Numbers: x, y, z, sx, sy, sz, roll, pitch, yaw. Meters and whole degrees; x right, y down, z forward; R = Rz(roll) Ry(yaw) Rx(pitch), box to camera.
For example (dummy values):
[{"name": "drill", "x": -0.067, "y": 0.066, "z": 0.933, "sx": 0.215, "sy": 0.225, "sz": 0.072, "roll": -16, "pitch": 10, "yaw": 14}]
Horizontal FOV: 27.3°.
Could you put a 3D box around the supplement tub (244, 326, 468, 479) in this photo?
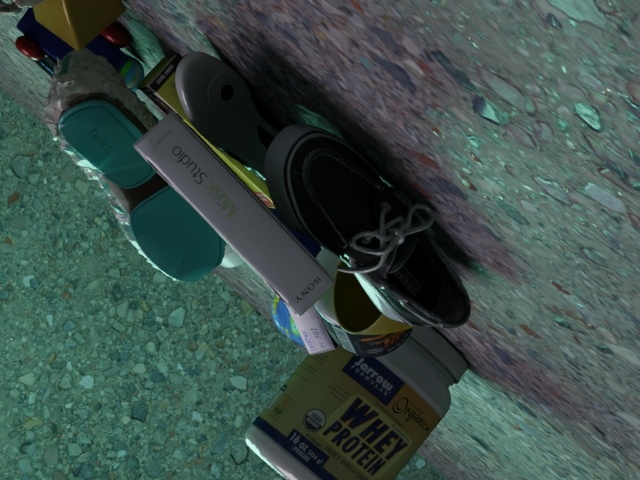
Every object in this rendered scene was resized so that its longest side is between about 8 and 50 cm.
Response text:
[{"name": "supplement tub", "x": 0.060, "y": 0.260, "z": 2.063, "sx": 0.228, "sy": 0.316, "sz": 0.228, "roll": 39, "pitch": 172, "yaw": 7}]

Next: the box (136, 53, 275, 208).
[{"name": "box", "x": -0.126, "y": -0.137, "z": 1.683, "sx": 0.232, "sy": 0.058, "sz": 0.087, "roll": 43, "pitch": 171, "yaw": -17}]

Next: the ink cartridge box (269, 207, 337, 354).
[{"name": "ink cartridge box", "x": -0.024, "y": 0.049, "z": 1.863, "sx": 0.207, "sy": 0.046, "sz": 0.097, "roll": 65, "pitch": -154, "yaw": -20}]

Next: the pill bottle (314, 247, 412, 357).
[{"name": "pill bottle", "x": 0.062, "y": 0.083, "z": 1.773, "sx": 0.130, "sy": 0.130, "sz": 0.246, "roll": 37, "pitch": 172, "yaw": 16}]

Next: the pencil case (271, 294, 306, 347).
[{"name": "pencil case", "x": 0.018, "y": 0.144, "z": 2.323, "sx": 0.306, "sy": 0.119, "sz": 0.133, "roll": -157, "pitch": 61, "yaw": -65}]

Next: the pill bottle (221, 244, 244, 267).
[{"name": "pill bottle", "x": -0.198, "y": -0.061, "z": 2.151, "sx": 0.229, "sy": 0.131, "sz": 0.131, "roll": 45, "pitch": 170, "yaw": -35}]

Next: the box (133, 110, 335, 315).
[{"name": "box", "x": -0.086, "y": -0.029, "z": 1.412, "sx": 0.232, "sy": 0.058, "sz": 0.322, "roll": 46, "pitch": -179, "yaw": -3}]

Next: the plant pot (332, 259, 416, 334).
[{"name": "plant pot", "x": 0.090, "y": 0.056, "z": 1.591, "sx": 0.095, "sy": 0.134, "sz": 0.134, "roll": 16, "pitch": -175, "yaw": -31}]

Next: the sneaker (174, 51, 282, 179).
[{"name": "sneaker", "x": -0.122, "y": -0.148, "z": 1.540, "sx": 0.121, "sy": 0.079, "sz": 0.217, "roll": 30, "pitch": 168, "yaw": 47}]

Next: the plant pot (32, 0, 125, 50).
[{"name": "plant pot", "x": -0.291, "y": -0.292, "z": 1.548, "sx": 0.081, "sy": 0.081, "sz": 0.083, "roll": 36, "pitch": 159, "yaw": 22}]

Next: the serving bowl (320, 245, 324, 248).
[{"name": "serving bowl", "x": 0.000, "y": 0.000, "z": 1.959, "sx": 0.083, "sy": 0.027, "sz": 0.083, "roll": 39, "pitch": 172, "yaw": 6}]

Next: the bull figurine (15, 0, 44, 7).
[{"name": "bull figurine", "x": -0.326, "y": -0.334, "z": 1.196, "sx": 0.310, "sy": 0.188, "sz": 0.101, "roll": 33, "pitch": 152, "yaw": 2}]

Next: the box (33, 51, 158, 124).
[{"name": "box", "x": -0.386, "y": -0.258, "z": 2.212, "sx": 0.220, "sy": 0.051, "sz": 0.175, "roll": 43, "pitch": 171, "yaw": -26}]

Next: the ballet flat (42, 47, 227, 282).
[{"name": "ballet flat", "x": -0.235, "y": -0.106, "z": 1.750, "sx": 0.147, "sy": 0.147, "sz": 0.409, "roll": 33, "pitch": 162, "yaw": 37}]

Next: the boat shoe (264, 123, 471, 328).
[{"name": "boat shoe", "x": 0.059, "y": -0.005, "z": 1.391, "sx": 0.105, "sy": 0.113, "sz": 0.306, "roll": 17, "pitch": 150, "yaw": 49}]

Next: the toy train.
[{"name": "toy train", "x": -0.354, "y": -0.288, "z": 1.802, "sx": 0.248, "sy": 0.105, "sz": 0.143, "roll": 38, "pitch": -175, "yaw": 12}]
